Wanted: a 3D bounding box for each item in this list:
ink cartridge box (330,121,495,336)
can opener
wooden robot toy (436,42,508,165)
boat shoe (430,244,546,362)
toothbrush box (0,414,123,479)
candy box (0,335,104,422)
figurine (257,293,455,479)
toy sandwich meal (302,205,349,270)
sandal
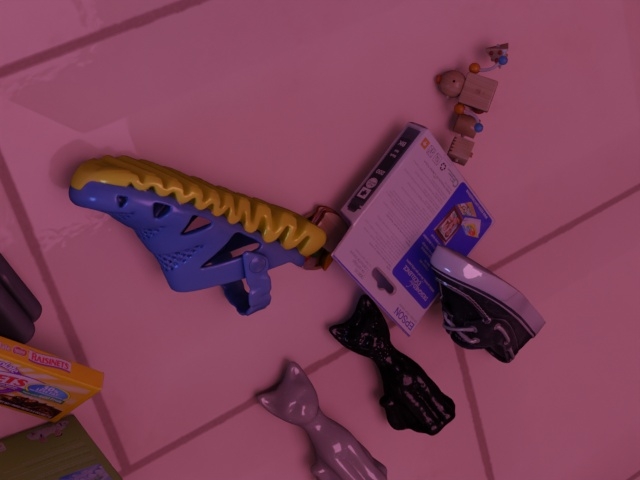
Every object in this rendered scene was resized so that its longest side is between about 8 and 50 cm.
[{"bbox_3d":[0.116,-0.011,1.346,0.208,0.045,0.206,-52,130,-12],"label":"ink cartridge box"},{"bbox_3d":[-0.395,0.000,1.052,0.093,0.074,0.280,-27,119,16],"label":"can opener"},{"bbox_3d":[0.187,-0.191,1.357,0.079,0.076,0.173,20,93,2],"label":"wooden robot toy"},{"bbox_3d":[0.211,0.097,1.381,0.102,0.108,0.301,-56,148,-1],"label":"boat shoe"},{"bbox_3d":[-0.257,0.342,1.089,0.122,0.283,0.206,-17,112,-27],"label":"toothbrush box"},{"bbox_3d":[-0.346,0.139,1.095,0.206,0.027,0.105,26,133,-33],"label":"candy box"},{"bbox_3d":[0.043,0.211,1.361,0.215,0.092,0.209,-42,112,-14],"label":"figurine"},{"bbox_3d":[0.000,0.000,1.302,0.085,0.029,0.085,-9,107,-29],"label":"toy sandwich meal"},{"bbox_3d":[-0.141,-0.001,1.167,0.317,0.126,0.138,21,96,-32],"label":"sandal"}]
